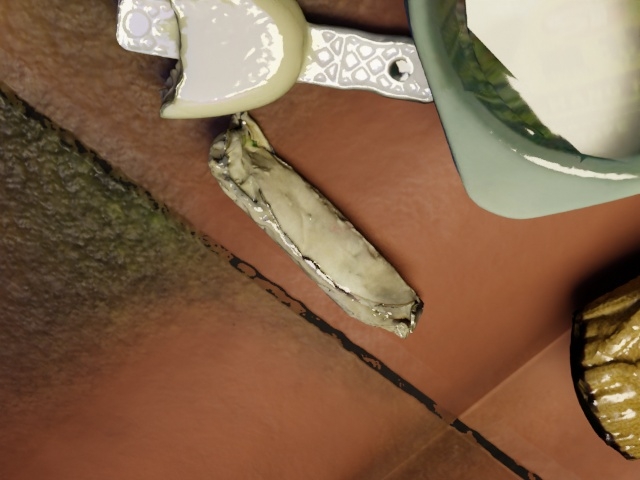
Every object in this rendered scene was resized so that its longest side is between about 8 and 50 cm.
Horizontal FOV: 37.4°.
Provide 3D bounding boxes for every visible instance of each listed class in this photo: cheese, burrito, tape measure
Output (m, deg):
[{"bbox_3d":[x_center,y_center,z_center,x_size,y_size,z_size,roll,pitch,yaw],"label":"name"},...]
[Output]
[{"bbox_3d":[-0.027,-0.135,0.645,0.235,0.050,0.127,7,113,-9],"label":"cheese"},{"bbox_3d":[-0.001,-0.001,0.715,0.058,0.063,0.229,-43,109,-4],"label":"burrito"},{"bbox_3d":[0.180,-0.154,0.554,0.259,0.138,0.262,-19,116,9],"label":"tape measure"}]

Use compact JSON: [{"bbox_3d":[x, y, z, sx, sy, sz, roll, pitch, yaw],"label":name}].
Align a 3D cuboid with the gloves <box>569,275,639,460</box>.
[{"bbox_3d":[0.356,0.058,0.663,0.356,0.155,0.203,-29,118,17],"label":"gloves"}]
